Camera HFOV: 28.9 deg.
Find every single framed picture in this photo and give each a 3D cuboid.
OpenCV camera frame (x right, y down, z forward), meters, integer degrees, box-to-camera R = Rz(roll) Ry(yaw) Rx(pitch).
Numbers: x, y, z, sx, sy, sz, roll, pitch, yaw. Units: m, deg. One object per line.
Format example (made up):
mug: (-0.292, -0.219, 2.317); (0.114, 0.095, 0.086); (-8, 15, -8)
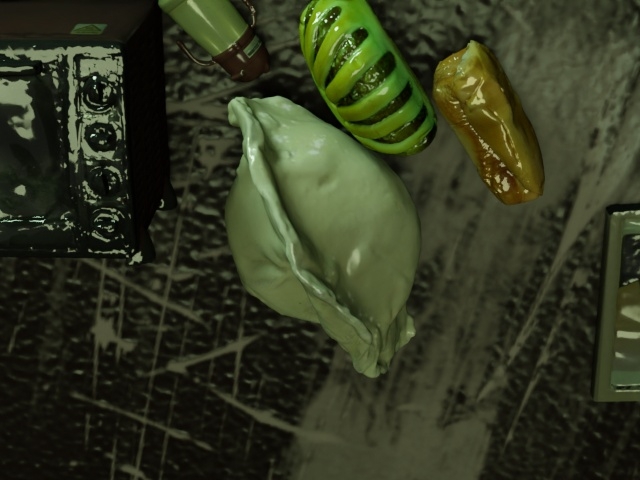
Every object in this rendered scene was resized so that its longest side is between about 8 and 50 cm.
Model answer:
framed picture: (0.375, 0.055, 1.085); (0.265, 0.018, 0.192); (-1, 113, 3)

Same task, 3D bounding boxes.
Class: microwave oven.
microwave oven: (-0.245, -0.085, 0.945); (0.247, 0.188, 0.178); (0, 115, 1)

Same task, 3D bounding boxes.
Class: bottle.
bottle: (-0.081, -0.166, 0.983); (0.063, 0.047, 0.101); (-32, 115, 26)

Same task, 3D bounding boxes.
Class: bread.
bread: (0.138, -0.093, 0.994); (0.053, 0.074, 0.132); (-23, 111, 23)
bread: (0.033, -0.127, 0.955); (0.071, 0.130, 0.139); (-34, 128, 5)

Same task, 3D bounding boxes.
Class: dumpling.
dumpling: (0.000, 0.000, 0.972); (0.147, 0.193, 0.258); (-26, 109, 18)
